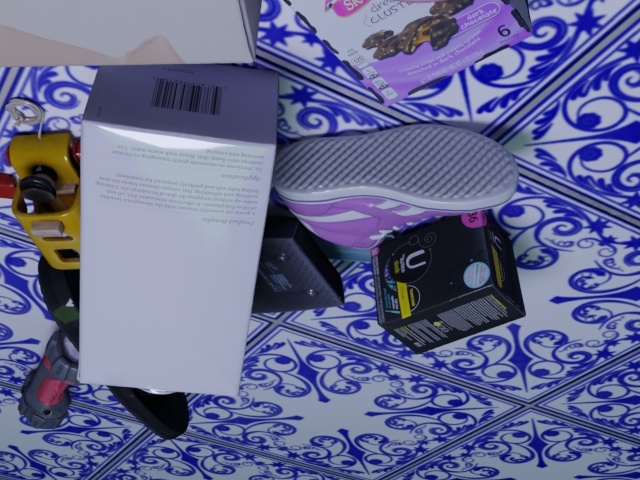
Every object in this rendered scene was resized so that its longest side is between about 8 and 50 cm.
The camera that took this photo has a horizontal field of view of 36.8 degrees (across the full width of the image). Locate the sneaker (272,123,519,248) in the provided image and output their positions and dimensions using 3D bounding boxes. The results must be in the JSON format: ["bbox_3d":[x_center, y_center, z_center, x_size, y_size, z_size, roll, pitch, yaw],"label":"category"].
[{"bbox_3d":[0.096,-0.053,1.125,0.282,0.102,0.161,4,151,20],"label":"sneaker"}]

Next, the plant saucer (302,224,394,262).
[{"bbox_3d":[0.000,0.000,1.275,0.192,0.018,0.067,5,146,0],"label":"plant saucer"}]

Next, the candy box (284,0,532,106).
[{"bbox_3d":[0.072,-0.232,0.871,0.164,0.070,0.196,-23,138,29],"label":"candy box"}]

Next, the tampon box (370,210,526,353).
[{"bbox_3d":[0.161,0.052,1.226,0.161,0.120,0.101,-23,141,25],"label":"tampon box"}]

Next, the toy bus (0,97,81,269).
[{"bbox_3d":[-0.319,-0.047,1.161,0.202,0.104,0.191,23,141,-26],"label":"toy bus"}]

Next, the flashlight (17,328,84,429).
[{"bbox_3d":[-0.427,0.233,1.592,0.103,0.103,0.304,14,144,-20],"label":"flashlight"}]

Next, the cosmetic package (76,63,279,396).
[{"bbox_3d":[-0.163,-0.006,1.071,0.196,0.155,0.366,7,129,-8],"label":"cosmetic package"}]

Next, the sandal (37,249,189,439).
[{"bbox_3d":[-0.266,0.163,1.431,0.107,0.168,0.446,-23,142,2],"label":"sandal"}]

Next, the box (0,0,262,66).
[{"bbox_3d":[-0.209,-0.240,0.830,0.311,0.148,0.121,1,147,6],"label":"box"}]

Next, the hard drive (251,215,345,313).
[{"bbox_3d":[-0.107,0.035,1.275,0.254,0.054,0.172,-6,142,29],"label":"hard drive"}]

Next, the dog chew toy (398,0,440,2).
[{"bbox_3d":[0.006,-0.311,0.642,0.332,0.207,0.206,35,141,-3],"label":"dog chew toy"}]
